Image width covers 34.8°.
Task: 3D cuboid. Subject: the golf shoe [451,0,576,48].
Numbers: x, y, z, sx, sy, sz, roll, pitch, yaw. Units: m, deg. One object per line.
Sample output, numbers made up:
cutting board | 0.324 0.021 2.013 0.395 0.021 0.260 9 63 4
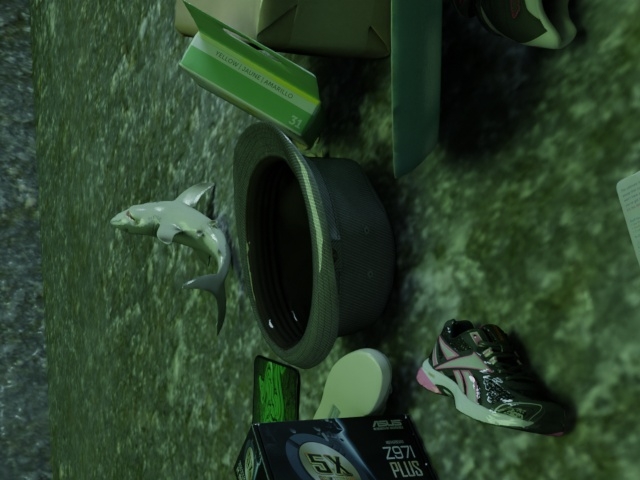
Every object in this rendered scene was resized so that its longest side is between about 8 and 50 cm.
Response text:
golf shoe | 0.196 -0.289 0.819 0.120 0.105 0.273 43 133 39

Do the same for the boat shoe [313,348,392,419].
boat shoe | 0.046 0.173 1.109 0.066 0.063 0.184 45 139 27

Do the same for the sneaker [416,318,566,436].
sneaker | 0.148 0.114 0.901 0.178 0.072 0.077 22 97 57

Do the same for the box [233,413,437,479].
box | 0.023 0.257 1.014 0.147 0.180 0.078 -113 34 -42

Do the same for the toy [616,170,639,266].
toy | 0.281 0.051 0.641 0.137 0.056 0.237 -33 64 55

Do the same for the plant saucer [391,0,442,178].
plant saucer | 0.089 -0.215 0.931 0.317 0.043 0.318 1 -90 -84

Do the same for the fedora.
fedora | 0.000 0.000 1.144 0.243 0.124 0.276 -25 74 64

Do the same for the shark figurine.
shark figurine | -0.188 0.018 1.603 0.278 0.166 0.116 40 151 38

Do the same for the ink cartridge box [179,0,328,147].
ink cartridge box | -0.080 -0.183 1.173 0.056 0.171 0.235 -60 -5 1

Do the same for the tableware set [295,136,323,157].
tableware set | -0.035 -0.097 1.345 0.168 0.020 0.141 -39 54 55

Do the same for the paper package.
paper package | -0.041 -0.379 1.214 0.325 0.168 0.310 -150 65 -62

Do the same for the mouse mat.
mouse mat | -0.065 0.259 1.396 0.152 0.007 0.190 4 91 64
